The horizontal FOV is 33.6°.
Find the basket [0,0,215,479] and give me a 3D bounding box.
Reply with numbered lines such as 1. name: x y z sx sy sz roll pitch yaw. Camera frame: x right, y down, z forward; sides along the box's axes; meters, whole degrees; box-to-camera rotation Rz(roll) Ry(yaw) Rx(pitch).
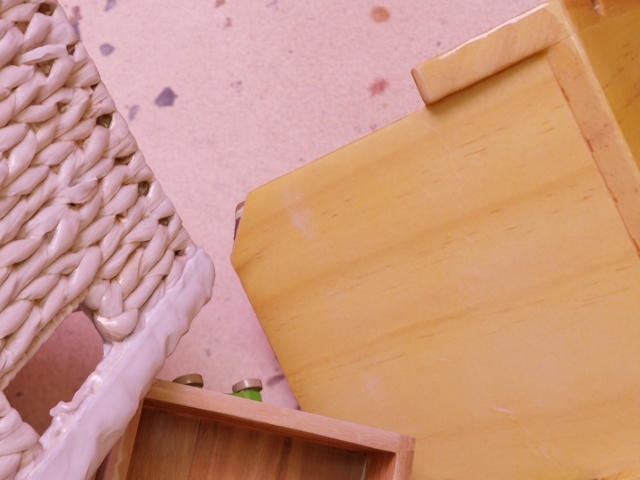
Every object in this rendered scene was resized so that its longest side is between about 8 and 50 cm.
1. basket: -0.300 0.030 0.625 0.331 0.266 0.328 -11 27 27

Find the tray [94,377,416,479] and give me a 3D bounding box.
1. tray: -0.076 0.310 0.679 0.203 0.076 0.410 15 73 -14

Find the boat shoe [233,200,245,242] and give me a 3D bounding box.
1. boat shoe: 0.000 0.000 0.909 0.152 0.056 0.049 5 69 7

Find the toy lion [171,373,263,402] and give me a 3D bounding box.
1. toy lion: -0.105 0.136 0.819 0.100 0.096 0.034 12 55 -46

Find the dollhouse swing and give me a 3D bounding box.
1. dollhouse swing: 0.165 0.020 0.853 0.315 0.305 0.346 -28 93 -52
